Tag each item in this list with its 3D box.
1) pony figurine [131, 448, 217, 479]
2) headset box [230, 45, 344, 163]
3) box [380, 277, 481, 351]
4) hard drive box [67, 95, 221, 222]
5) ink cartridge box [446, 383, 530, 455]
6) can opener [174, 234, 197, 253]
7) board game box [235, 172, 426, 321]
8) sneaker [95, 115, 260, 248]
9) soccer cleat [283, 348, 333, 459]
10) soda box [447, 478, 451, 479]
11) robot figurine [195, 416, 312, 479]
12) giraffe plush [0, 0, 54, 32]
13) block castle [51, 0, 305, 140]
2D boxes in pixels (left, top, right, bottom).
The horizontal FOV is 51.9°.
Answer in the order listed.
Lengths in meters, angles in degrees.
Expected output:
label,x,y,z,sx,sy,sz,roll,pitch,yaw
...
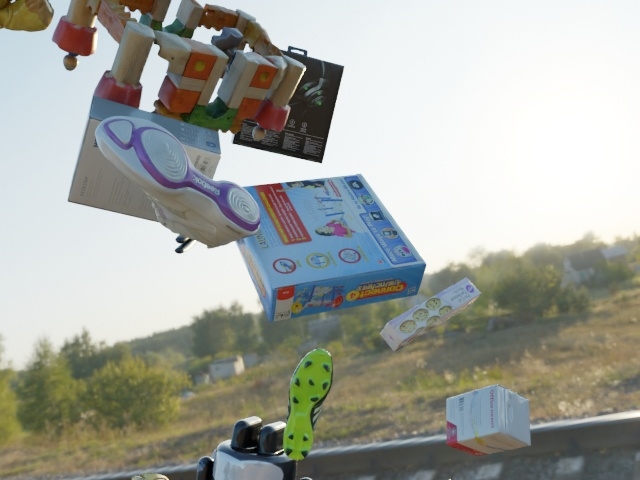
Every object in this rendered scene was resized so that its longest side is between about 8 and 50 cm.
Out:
label,x,y,z,sx,sy,sz,roll,pitch,yaw
pony figurine,-0.273,0.691,1.704,0.363,0.302,0.351,13,-13,33
headset box,-0.089,-0.370,1.743,0.246,0.283,0.131,10,11,-12
box,0.298,0.194,1.757,0.324,0.067,0.063,-22,-27,-35
hard drive box,-0.320,-0.136,1.198,0.232,0.089,0.181,14,-56,-23
ink cartridge box,0.430,0.465,1.690,0.127,0.128,0.176,27,-37,-26
can opener,-0.315,-0.008,1.573,0.073,0.059,0.186,-1,20,3
board game box,0.000,0.000,1.291,0.302,0.308,0.086,-8,-48,-20
sneaker,-0.246,-0.075,1.065,0.152,0.114,0.305,-26,-50,35
soccer cleat,-0.023,0.242,0.994,0.060,0.179,0.072,14,10,-3
soda box,0.280,0.618,1.513,0.061,0.058,0.181,-29,-7,14
robot figurine,-0.137,0.503,1.323,0.174,0.278,0.209,12,-8,-33
giraffe plush,-0.564,-0.430,1.074,0.210,0.181,0.170,-29,-23,5
block castle,-0.282,-0.360,1.369,0.453,0.303,0.213,-3,-47,-46
